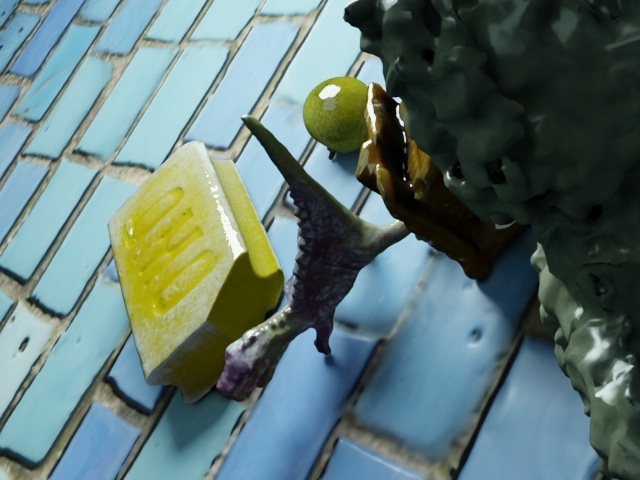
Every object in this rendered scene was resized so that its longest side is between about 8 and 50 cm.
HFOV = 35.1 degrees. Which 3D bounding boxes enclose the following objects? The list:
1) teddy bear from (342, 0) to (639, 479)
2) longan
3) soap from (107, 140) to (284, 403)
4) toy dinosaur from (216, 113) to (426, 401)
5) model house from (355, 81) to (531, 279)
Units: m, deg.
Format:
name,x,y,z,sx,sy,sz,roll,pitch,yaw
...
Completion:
name,x,y,z,sx,sy,sz,roll,pitch,yaw
teddy bear,0.183,-0.036,0.481,0.224,0.367,0.357,-23,40,48
longan,0.018,-0.110,0.936,0.075,0.075,0.083,-128,39,-51
soap,-0.118,0.023,0.946,0.140,0.073,0.232,-43,40,15
toy dinosaur,0.003,0.004,0.759,0.072,0.200,0.251,44,133,23
model house,0.120,-0.115,0.744,0.229,0.220,0.199,105,155,-49
